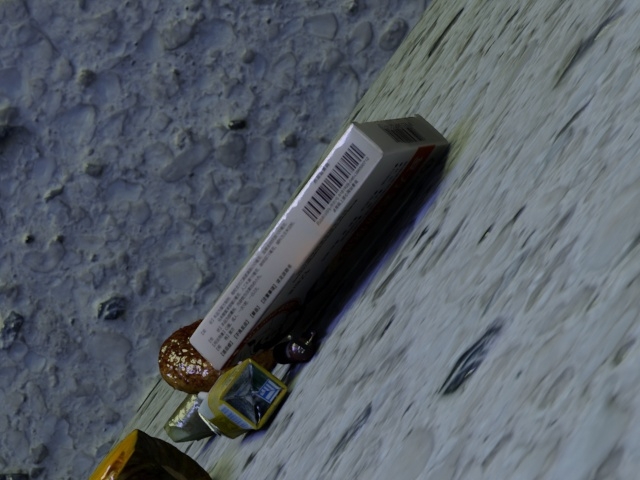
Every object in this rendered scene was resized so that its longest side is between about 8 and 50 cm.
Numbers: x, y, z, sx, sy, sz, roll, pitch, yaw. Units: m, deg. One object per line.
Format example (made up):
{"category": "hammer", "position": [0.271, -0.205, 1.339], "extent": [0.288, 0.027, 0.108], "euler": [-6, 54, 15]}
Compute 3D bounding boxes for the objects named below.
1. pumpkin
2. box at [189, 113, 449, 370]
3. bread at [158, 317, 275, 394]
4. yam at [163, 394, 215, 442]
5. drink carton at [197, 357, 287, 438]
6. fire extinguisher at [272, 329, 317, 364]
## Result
{"category": "pumpkin", "position": [-0.235, 0.353, 1.812], "extent": [0.222, 0.139, 0.317], "euler": [-52, 9, 0]}
{"category": "box", "position": [0.000, 0.000, 1.887], "extent": [0.353, 0.069, 0.214], "euler": [-51, -15, 22]}
{"category": "bread", "position": [-0.140, 0.151, 2.123], "extent": [0.193, 0.064, 0.193], "euler": [-13, 19, 5]}
{"category": "yam", "position": [-0.160, 0.236, 2.172], "extent": [0.146, 0.070, 0.070], "euler": [-54, 6, 10]}
{"category": "drink carton", "position": [-0.105, 0.200, 1.882], "extent": [0.084, 0.074, 0.200], "euler": [-55, 5, -18]}
{"category": "fire extinguisher", "position": [-0.025, 0.130, 1.876], "extent": [0.049, 0.035, 0.173], "euler": [-17, -3, -13]}
